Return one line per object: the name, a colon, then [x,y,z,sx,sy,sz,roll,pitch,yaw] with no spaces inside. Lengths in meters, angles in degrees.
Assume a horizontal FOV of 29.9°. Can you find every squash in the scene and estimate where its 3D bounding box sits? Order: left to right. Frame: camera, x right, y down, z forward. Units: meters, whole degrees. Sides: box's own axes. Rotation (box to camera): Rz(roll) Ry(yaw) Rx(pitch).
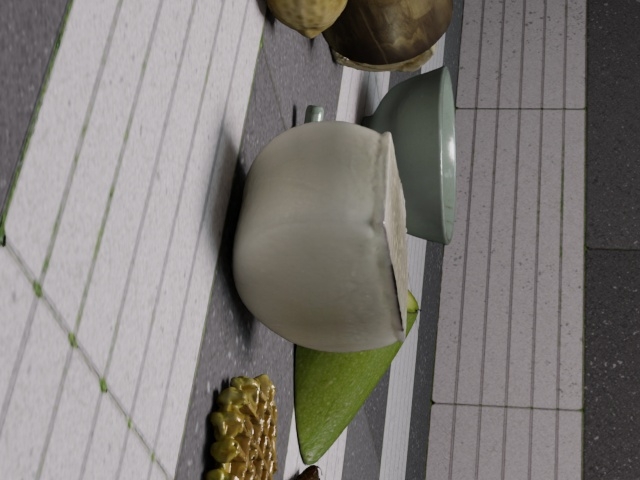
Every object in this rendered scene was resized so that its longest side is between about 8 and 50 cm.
squash: [-0.006,0.139,1.561,0.260,0.189,0.189,-54,177,15]

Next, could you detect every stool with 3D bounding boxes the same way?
stool: [0.065,-0.360,1.445,0.264,0.179,0.179,74,21,-59]

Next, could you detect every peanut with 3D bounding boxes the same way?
peanut: [-0.019,-0.309,1.245,0.103,0.098,0.229,-40,140,-38]

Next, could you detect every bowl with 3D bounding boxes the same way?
bowl: [0.140,-0.136,1.951,0.289,0.146,0.289,0,90,-79]

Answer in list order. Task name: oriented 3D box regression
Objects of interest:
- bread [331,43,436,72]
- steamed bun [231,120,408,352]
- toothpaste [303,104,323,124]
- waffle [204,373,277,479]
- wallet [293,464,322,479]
bread: [0.094,-0.316,1.677,0.134,0.148,0.141,50,40,-49]
steamed bun: [0.000,0.000,1.195,0.241,0.164,0.146,75,18,-52]
toothpaste: [-0.018,-0.055,1.433,0.062,0.037,0.216,30,66,-81]
waffle: [-0.073,0.218,1.178,0.191,0.038,0.191,1,90,-78]
wallet: [-0.034,0.350,1.407,0.243,0.039,0.132,1,84,-79]
